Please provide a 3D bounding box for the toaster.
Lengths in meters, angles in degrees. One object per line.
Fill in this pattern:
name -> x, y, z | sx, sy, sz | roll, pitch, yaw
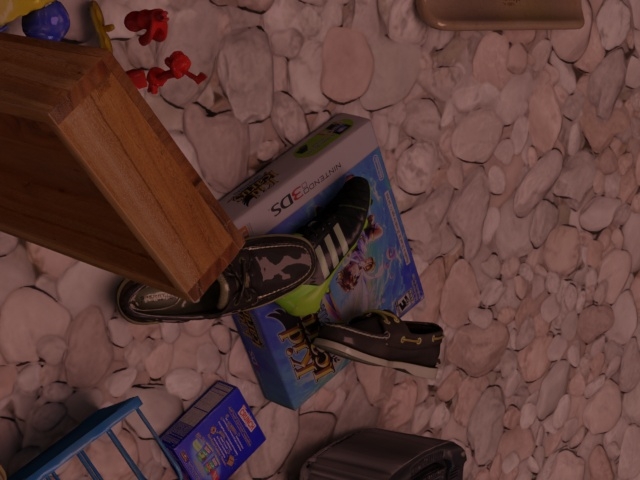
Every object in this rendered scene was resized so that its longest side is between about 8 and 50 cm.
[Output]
toaster -> 0.072, 0.316, 1.754 | 0.227, 0.146, 0.129 | -19, 112, -52

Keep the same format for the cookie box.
cookie box -> -0.125, 0.232, 1.638 | 0.107, 0.040, 0.092 | -43, 126, -26

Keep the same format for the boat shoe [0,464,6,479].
boat shoe -> -0.418, 0.182, 1.297 | 0.285, 0.089, 0.104 | 39, 111, -20

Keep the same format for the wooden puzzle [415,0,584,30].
wooden puzzle -> 0.267, -0.442, 1.796 | 0.322, 0.080, 0.348 | -8, 106, -41

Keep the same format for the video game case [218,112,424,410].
video game case -> -0.003, 0.025, 1.683 | 0.244, 0.061, 0.270 | -38, 125, -29

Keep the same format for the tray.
tray -> -0.256, -0.083, 1.172 | 0.076, 0.410, 0.203 | -51, 130, -22

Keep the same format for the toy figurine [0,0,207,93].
toy figurine -> -0.267, -0.277, 1.275 | 0.217, 0.191, 0.363 | -24, 116, -31

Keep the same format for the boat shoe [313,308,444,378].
boat shoe -> 0.072, 0.116, 1.686 | 0.227, 0.081, 0.069 | 18, 88, -54

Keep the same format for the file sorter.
file sorter -> -0.245, 0.256, 1.454 | 0.170, 0.118, 0.104 | -36, 95, -31

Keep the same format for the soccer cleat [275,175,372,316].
soccer cleat -> 0.000, 0.000, 1.598 | 0.072, 0.060, 0.179 | 32, 80, -30

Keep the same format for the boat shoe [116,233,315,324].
boat shoe -> -0.108, 0.049, 1.519 | 0.223, 0.073, 0.080 | -13, 100, -9
